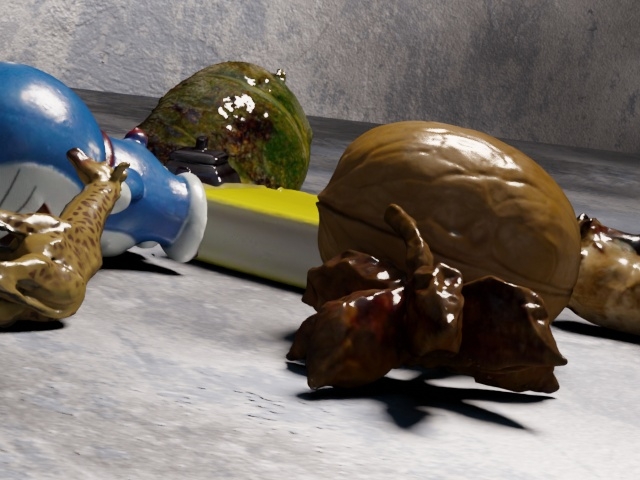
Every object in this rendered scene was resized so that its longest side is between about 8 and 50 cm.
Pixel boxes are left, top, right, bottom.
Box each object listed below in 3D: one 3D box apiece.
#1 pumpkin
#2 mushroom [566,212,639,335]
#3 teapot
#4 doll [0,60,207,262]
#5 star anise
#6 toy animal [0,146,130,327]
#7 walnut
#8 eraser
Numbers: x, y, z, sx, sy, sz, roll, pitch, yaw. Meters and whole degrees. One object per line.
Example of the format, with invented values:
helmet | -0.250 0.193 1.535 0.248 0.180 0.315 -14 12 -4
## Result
pumpkin | -0.128 -0.120 2.020 0.278 0.163 0.111 4 7 -17
mushroom | 0.369 0.008 1.557 0.267 0.267 0.254 1 -24 -40
teapot | -0.122 -0.055 1.794 0.087 0.096 0.177 9 8 6
doll | -0.224 -0.046 1.522 0.257 0.161 0.215 22 -15 -32
star anise | 0.068 0.054 1.212 0.212 0.111 0.196 18 17 18
toy animal | -0.204 -0.005 1.301 0.149 0.054 0.275 43 29 19
walnut | 0.095 -0.002 1.367 0.207 0.167 0.167 19 7 -7
eraser | 0.000 0.000 1.623 0.226 0.069 0.158 14 12 36
